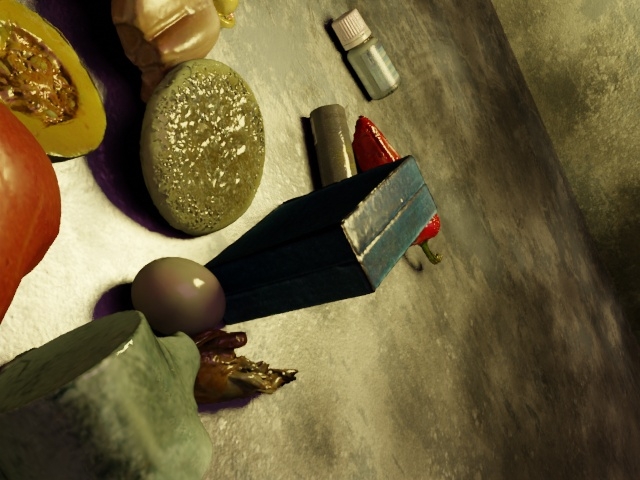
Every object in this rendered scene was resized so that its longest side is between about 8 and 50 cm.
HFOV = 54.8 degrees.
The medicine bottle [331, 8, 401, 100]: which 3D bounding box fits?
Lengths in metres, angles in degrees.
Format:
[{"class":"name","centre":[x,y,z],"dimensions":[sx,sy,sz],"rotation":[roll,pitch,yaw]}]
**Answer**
[{"class":"medicine bottle","centre":[0.104,-0.423,1.409],"dimensions":[0.203,0.083,0.083],"rotation":[54,40,-24]}]

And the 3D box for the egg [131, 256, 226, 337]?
[{"class":"egg","centre":[-0.185,0.076,0.816],"dimensions":[0.135,0.103,0.103],"rotation":[34,51,-40]}]

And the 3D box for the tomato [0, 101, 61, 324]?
[{"class":"tomato","centre":[-0.371,-0.009,0.435],"dimensions":[0.273,0.341,0.341],"rotation":[53,40,-32]}]

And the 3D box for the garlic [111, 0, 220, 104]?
[{"class":"garlic","centre":[-0.215,-0.335,0.910],"dimensions":[0.228,0.110,0.217],"rotation":[-79,161,-45]}]

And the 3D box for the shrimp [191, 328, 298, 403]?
[{"class":"shrimp","centre":[-0.096,0.185,0.878],"dimensions":[0.262,0.117,0.066],"rotation":[10,36,-49]}]

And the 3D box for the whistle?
[{"class":"whistle","centre":[-0.289,0.221,0.606],"dimensions":[0.404,0.188,0.168],"rotation":[-29,106,-19]}]

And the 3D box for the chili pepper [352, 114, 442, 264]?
[{"class":"chili pepper","centre":[0.170,-0.097,1.342],"dimensions":[0.388,0.110,0.110],"rotation":[59,39,-14]}]

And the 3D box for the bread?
[{"class":"bread","centre":[-0.160,-0.137,0.916],"dimensions":[0.267,0.040,0.267],"rotation":[-20,113,-57]}]

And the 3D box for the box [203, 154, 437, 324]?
[{"class":"box","centre":[0.000,0.000,0.939],"dimensions":[0.261,0.279,0.116],"rotation":[-45,113,-49]}]

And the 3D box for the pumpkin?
[{"class":"pumpkin","centre":[-0.359,-0.167,0.710],"dimensions":[0.217,0.110,0.217],"rotation":[36,37,-34]}]

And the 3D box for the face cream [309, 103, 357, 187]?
[{"class":"face cream","centre":[0.036,-0.124,1.207],"dimensions":[0.073,0.073,0.284],"rotation":[3,74,-51]}]

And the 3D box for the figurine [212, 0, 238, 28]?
[{"class":"figurine","centre":[-0.206,-0.425,1.032],"dimensions":[0.187,0.083,0.083],"rotation":[20,60,-54]}]
